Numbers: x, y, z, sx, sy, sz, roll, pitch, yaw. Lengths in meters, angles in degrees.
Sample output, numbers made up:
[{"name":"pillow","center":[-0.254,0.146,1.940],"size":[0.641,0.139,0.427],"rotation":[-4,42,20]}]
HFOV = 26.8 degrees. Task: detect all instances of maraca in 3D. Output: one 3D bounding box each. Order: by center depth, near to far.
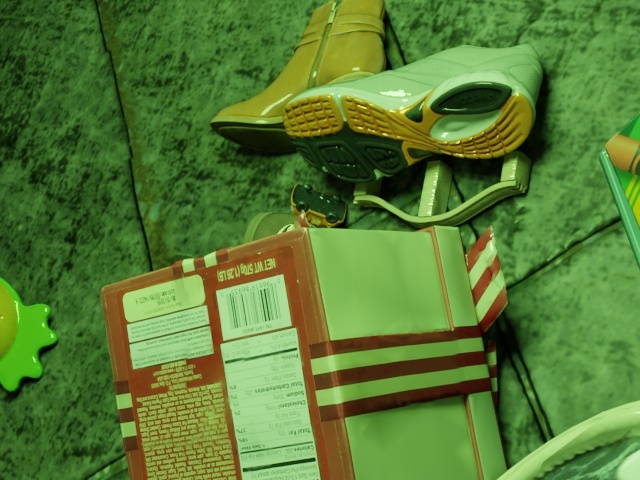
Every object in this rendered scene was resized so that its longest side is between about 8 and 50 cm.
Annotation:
[{"name":"maraca","center":[-0.390,0.102,1.547],"size":[0.186,0.099,0.127],"rotation":[20,87,17]}]

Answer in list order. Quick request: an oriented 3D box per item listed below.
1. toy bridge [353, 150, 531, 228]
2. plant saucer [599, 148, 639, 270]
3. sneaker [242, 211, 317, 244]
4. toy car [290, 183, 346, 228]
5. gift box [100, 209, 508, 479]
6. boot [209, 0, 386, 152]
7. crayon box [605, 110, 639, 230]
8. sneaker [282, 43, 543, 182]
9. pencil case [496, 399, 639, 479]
[{"name":"toy bridge","center":[0.107,-0.043,1.261],"size":[0.188,0.026,0.063],"rotation":[-5,66,38]},{"name":"plant saucer","center":[0.283,-0.014,1.110],"size":[0.067,0.018,0.192],"rotation":[-29,51,24]},{"name":"sneaker","center":[-0.046,0.067,1.283],"size":[0.071,0.066,0.188],"rotation":[6,89,35]},{"name":"toy car","center":[0.000,0.000,1.309],"size":[0.122,0.060,0.040],"rotation":[-102,28,-42]},{"name":"gift box","center":[0.003,0.098,1.102],"size":[0.255,0.258,0.276],"rotation":[-10,82,35]},{"name":"boot","center":[-0.018,-0.176,1.405],"size":[0.197,0.073,0.152],"rotation":[-3,66,25]},{"name":"crayon box","center":[0.360,-0.089,0.945],"size":[0.318,0.081,0.202],"rotation":[-47,37,32]},{"name":"sneaker","center":[0.092,-0.129,1.273],"size":[0.262,0.099,0.121],"rotation":[-2,34,29]},{"name":"pencil case","center":[0.199,0.193,0.427],"size":[0.183,0.410,0.160],"rotation":[-22,48,37]}]
